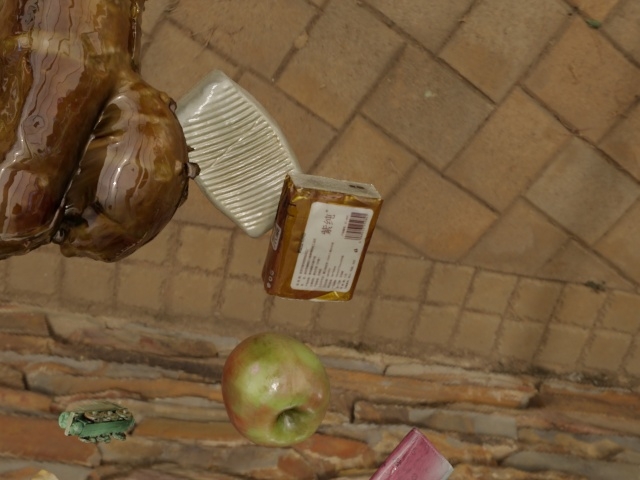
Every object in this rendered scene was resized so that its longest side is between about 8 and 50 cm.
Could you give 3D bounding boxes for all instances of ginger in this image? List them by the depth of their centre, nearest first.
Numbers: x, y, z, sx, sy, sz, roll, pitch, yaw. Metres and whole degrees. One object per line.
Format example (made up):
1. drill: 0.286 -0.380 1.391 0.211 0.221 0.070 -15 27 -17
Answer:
1. ginger: -0.247 -0.169 0.680 0.176 0.419 0.254 -14 163 41

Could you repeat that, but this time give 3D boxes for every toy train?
1. toy train: -0.560 0.451 1.553 0.125 0.194 0.081 14 86 29

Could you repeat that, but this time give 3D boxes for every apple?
1. apple: -0.135 0.422 1.802 0.319 0.277 0.319 -12 123 -20

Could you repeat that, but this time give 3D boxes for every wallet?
1. wallet: 0.098 0.401 0.937 0.232 0.025 0.119 -46 120 -14

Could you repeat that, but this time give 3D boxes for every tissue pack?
1. tissue pack: 0.000 0.000 1.150 0.183 0.092 0.226 7 117 -20

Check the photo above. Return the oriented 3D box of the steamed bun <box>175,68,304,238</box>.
1. steamed bun: -0.206 -0.214 1.538 0.247 0.236 0.383 -39 110 0

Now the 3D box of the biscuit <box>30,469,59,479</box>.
1. biscuit: -0.206 0.392 0.690 0.308 0.040 0.205 20 127 25
